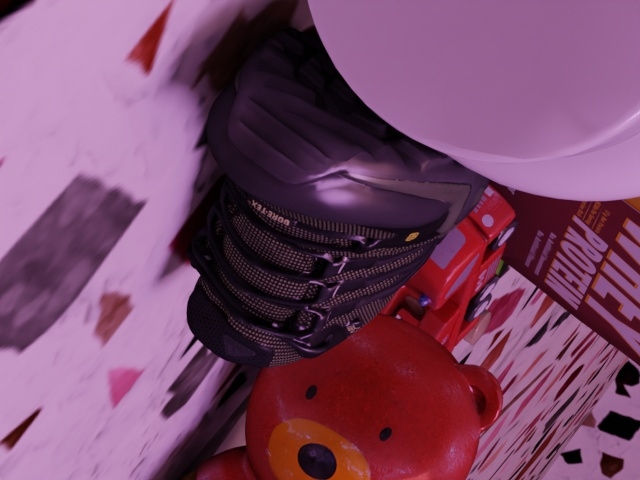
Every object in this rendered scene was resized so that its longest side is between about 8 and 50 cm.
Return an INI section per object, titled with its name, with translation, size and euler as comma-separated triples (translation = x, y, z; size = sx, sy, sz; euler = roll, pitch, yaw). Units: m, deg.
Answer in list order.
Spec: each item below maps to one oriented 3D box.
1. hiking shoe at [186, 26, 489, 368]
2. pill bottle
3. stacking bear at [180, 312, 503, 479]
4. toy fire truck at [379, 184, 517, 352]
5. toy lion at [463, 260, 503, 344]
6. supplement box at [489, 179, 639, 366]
[hiking shoe]
translation = 0.000, 0.000, 0.661
size = 0.114, 0.086, 0.227
euler = -56, 167, 4
[pill bottle]
translation = 0.098, -0.093, 0.596
size = 0.152, 0.152, 0.272
euler = -56, 166, 19
[stacking bear]
translation = -0.022, 0.165, 0.902
size = 0.289, 0.175, 0.164
euler = -63, 162, 15
[toy fire truck]
translation = 0.033, 0.052, 0.990
size = 0.135, 0.047, 0.192
euler = -44, 164, -22
[toy lion]
translation = 0.087, 0.024, 1.138
size = 0.100, 0.034, 0.096
euler = -23, 142, -64
[supplement box]
translation = 0.204, -0.047, 0.979
size = 0.194, 0.191, 0.129
euler = -46, 166, -23
